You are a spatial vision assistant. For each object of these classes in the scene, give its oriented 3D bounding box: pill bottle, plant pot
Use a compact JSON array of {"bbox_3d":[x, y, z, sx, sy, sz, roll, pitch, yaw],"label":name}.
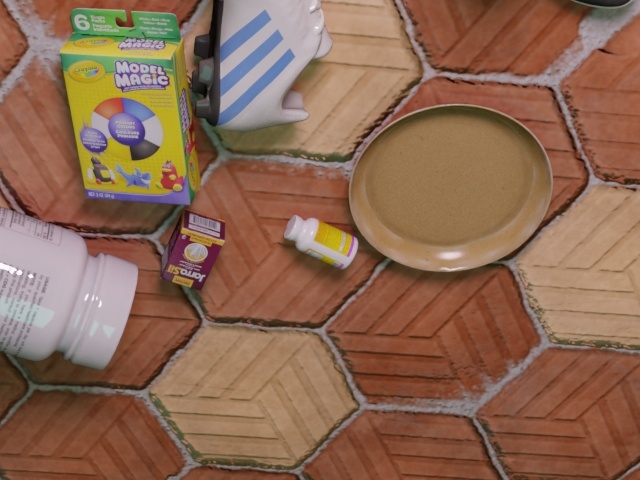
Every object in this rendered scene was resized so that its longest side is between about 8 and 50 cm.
[{"bbox_3d":[-0.366,0.047,1.644,0.283,0.160,0.160,20,124,-15],"label":"pill bottle"},{"bbox_3d":[0.000,0.000,1.689,0.083,0.043,0.043,25,122,-18],"label":"pill bottle"},{"bbox_3d":[0.150,-0.065,1.651,0.236,0.032,0.236,-1,128,-1],"label":"plant pot"}]

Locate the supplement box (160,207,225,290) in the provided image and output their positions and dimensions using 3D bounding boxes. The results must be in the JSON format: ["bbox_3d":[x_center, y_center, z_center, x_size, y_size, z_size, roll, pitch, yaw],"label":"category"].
[{"bbox_3d":[-0.153,0.011,1.694,0.055,0.043,0.083,17,125,-15],"label":"supplement box"}]

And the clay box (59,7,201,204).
[{"bbox_3d":[-0.208,-0.145,1.558,0.128,0.053,0.222,4,128,11],"label":"clay box"}]

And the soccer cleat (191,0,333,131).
[{"bbox_3d":[-0.052,-0.256,1.466,0.143,0.116,0.331,0,133,-12],"label":"soccer cleat"}]

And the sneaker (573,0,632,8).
[{"bbox_3d":[0.219,-0.301,1.405,0.296,0.147,0.104,36,117,-26],"label":"sneaker"}]
